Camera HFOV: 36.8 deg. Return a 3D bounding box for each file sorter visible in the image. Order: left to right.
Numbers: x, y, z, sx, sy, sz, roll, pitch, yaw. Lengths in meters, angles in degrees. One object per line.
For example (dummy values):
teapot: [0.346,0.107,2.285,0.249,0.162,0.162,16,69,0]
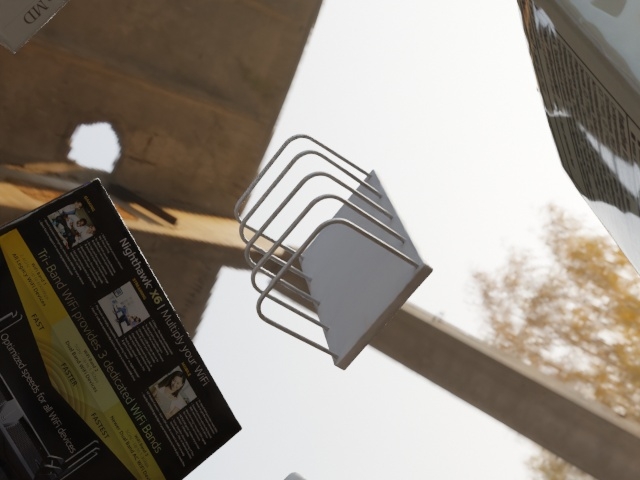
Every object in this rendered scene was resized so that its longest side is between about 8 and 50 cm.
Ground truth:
file sorter: [0.000,0.000,1.362,0.173,0.278,0.193,31,-70,-27]

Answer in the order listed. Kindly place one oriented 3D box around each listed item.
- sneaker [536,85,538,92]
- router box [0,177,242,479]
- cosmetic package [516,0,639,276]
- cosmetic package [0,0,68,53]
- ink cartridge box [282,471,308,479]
sneaker: [0.264,-0.238,0.949,0.104,0.125,0.262,115,164,-61]
router box: [-0.251,0.128,0.942,0.243,0.081,0.309,-34,-81,-39]
cosmetic package: [0.194,-0.001,0.326,0.129,0.296,0.153,-26,-40,4]
cosmetic package: [-0.356,-0.328,1.016,0.151,0.151,0.184,-47,-45,-9]
ink cartridge box: [0.021,0.203,0.431,0.104,0.180,0.060,-41,-34,-27]
